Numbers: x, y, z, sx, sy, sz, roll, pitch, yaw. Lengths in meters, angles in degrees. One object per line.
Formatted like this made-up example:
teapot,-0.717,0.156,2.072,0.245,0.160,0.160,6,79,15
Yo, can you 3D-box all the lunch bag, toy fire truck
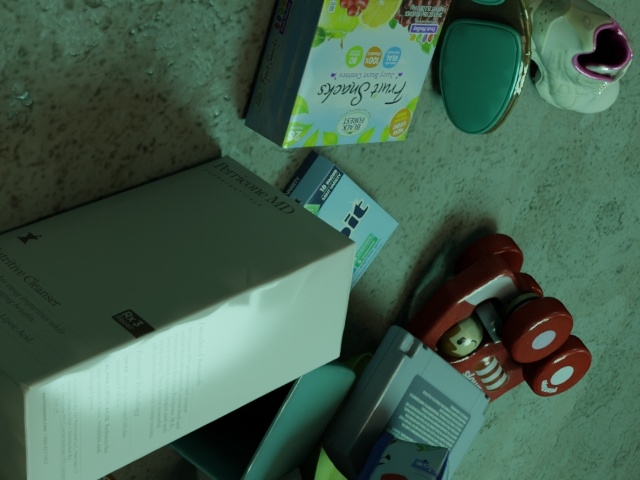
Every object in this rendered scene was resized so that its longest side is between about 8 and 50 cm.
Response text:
lunch bag,0.080,0.397,1.557,0.243,0.115,0.303,-52,150,-65
toy fire truck,0.224,0.149,1.863,0.254,0.169,0.302,-35,143,3

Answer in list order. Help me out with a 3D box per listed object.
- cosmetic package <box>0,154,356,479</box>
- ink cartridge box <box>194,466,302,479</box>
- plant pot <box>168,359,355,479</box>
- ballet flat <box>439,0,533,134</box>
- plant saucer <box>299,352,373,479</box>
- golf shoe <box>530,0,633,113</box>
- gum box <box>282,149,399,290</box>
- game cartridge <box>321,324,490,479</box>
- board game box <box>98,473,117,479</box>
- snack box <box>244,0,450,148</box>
cosmetic package,-0.176,0.073,1.263,0.385,0.217,0.156,-26,136,-38
ink cartridge box,-0.077,0.426,1.637,0.131,0.226,0.306,-7,129,-12
plant pot,-0.065,0.173,1.522,0.165,0.166,0.234,-61,154,8
ballet flat,0.203,-0.287,1.534,0.124,0.116,0.342,-52,146,-40
plant saucer,0.017,0.260,1.731,0.241,0.037,0.241,16,90,-74
golf shoe,0.347,-0.229,1.705,0.115,0.140,0.306,-58,147,0
gum box,0.000,0.000,1.560,0.157,0.041,0.184,-54,144,-2
game cartridge,0.113,0.242,1.697,0.198,0.062,0.297,-55,145,-4
board game box,-0.310,0.458,1.286,0.356,0.356,0.356,23,99,-55
snack box,0.031,-0.194,1.415,0.207,0.070,0.174,-6,122,-46
